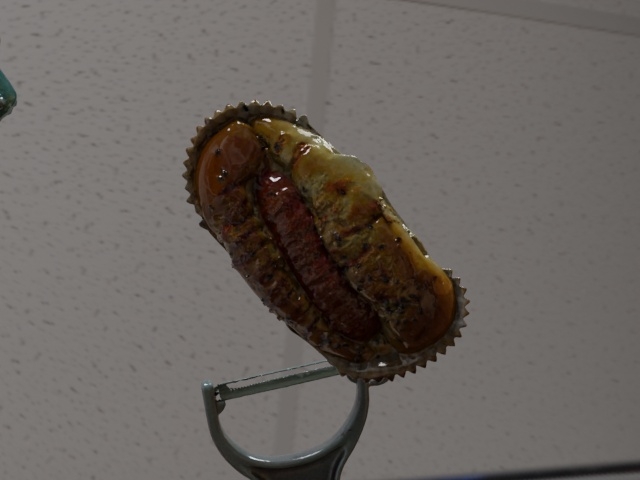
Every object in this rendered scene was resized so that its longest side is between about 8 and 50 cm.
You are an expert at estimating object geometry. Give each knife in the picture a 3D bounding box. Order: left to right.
[{"bbox_3d":[0.010,0.213,0.815,0.123,0.053,0.278,-12,-87,-1],"label":"knife"}]

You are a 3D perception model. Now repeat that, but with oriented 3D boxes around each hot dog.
[{"bbox_3d":[0.000,0.000,0.714,0.099,0.053,0.192,-41,-84,6],"label":"hot dog"}]

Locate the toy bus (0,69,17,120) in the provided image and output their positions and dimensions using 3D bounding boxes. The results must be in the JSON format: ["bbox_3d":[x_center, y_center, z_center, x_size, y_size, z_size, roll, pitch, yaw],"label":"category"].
[{"bbox_3d":[-0.258,-0.119,0.565,0.147,0.128,0.256,-41,-70,-16],"label":"toy bus"}]
